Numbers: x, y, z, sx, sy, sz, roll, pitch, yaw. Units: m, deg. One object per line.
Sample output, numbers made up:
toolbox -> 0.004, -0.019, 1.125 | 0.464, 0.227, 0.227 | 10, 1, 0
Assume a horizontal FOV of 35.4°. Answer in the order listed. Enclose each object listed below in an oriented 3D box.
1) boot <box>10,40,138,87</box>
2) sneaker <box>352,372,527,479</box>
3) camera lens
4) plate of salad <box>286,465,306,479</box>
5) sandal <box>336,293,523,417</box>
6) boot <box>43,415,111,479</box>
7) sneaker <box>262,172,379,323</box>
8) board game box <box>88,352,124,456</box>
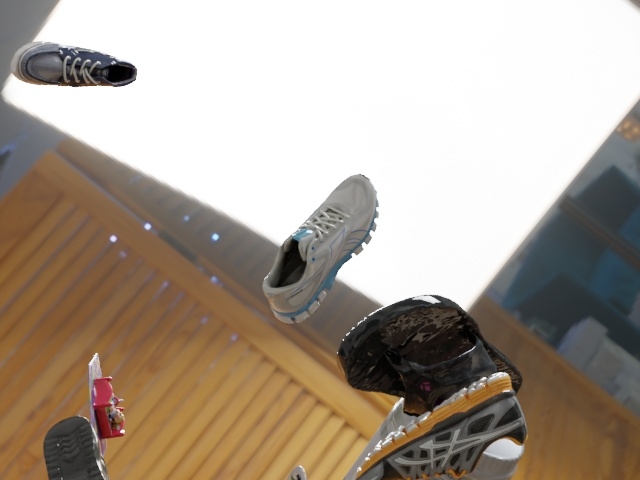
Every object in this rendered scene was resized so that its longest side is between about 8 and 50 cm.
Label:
boot -> -0.373, -0.267, 1.534 | 0.190, 0.086, 0.069 | -16, -63, -51
sneaker -> 0.132, 0.231, 1.113 | 0.215, 0.083, 0.084 | -31, -5, 8
camera lens -> 0.176, 0.385, 1.642 | 0.274, 0.219, 0.219 | -59, -5, 22
plate of salad -> -0.050, 0.346, 1.100 | 0.200, 0.048, 0.200 | -168, 90, -81
sandal -> 0.184, 0.187, 1.377 | 0.167, 0.107, 0.445 | -48, -37, 11
boot -> -0.232, 0.297, 1.040 | 0.076, 0.137, 0.198 | -15, 39, 2
sneaker -> 0.000, 0.000, 1.114 | 0.191, 0.071, 0.083 | -58, -29, -12
board game box -> -0.279, 0.220, 1.327 | 0.168, 0.033, 0.133 | -167, 71, -82
